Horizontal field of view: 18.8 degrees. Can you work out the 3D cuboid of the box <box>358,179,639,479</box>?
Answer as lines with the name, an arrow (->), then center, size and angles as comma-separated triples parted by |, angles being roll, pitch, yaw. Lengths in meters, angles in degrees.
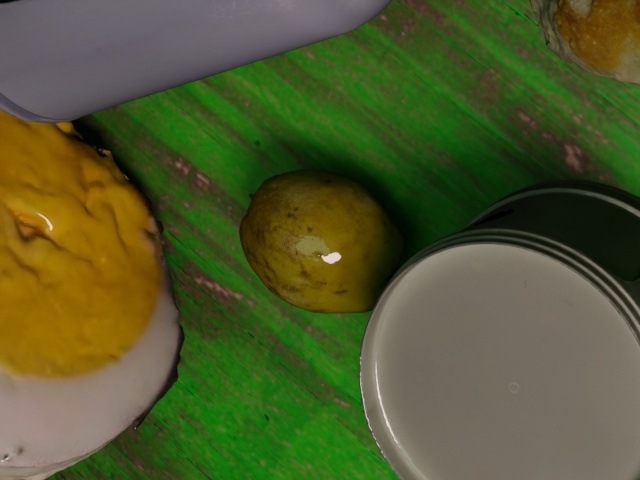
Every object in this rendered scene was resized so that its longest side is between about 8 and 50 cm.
box -> 0.157, 0.085, 1.347 | 0.226, 0.149, 0.226 | 9, 110, 27

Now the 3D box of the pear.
pear -> 0.000, 0.000, 1.436 | 0.131, 0.107, 0.107 | 28, 118, 11

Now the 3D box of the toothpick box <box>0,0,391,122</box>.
toothpick box -> -0.080, -0.226, 1.342 | 0.354, 0.263, 0.263 | -13, 99, 32

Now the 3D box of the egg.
egg -> -0.288, 0.049, 1.504 | 0.337, 0.337, 0.201 | 57, 140, 2

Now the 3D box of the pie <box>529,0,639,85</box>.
pie -> 0.214, -0.237, 1.248 | 0.257, 0.105, 0.274 | 21, 114, 39
